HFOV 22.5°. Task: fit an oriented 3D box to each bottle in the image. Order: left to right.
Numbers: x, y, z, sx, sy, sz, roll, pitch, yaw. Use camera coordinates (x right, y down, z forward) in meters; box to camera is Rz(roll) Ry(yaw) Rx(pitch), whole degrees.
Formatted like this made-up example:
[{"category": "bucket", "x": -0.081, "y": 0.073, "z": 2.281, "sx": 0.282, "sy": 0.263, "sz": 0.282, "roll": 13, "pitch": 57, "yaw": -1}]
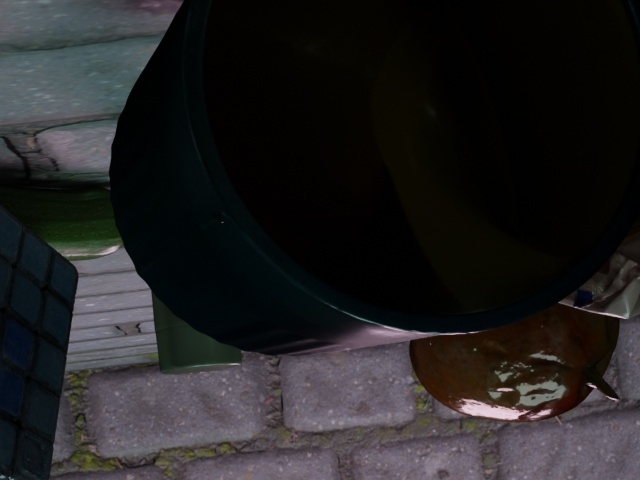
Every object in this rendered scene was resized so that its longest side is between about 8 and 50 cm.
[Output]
[{"category": "bottle", "x": -0.110, "y": 0.009, "z": 1.349, "sx": 0.072, "sy": 0.201, "sz": 0.072, "roll": -7, "pitch": 171, "yaw": -1}]

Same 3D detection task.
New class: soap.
[{"category": "soap", "x": 0.356, "y": -0.010, "z": 1.698, "sx": 0.273, "sy": 0.098, "sz": 0.218, "roll": -20, "pitch": -157, "yaw": -28}]

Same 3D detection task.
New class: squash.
[{"category": "squash", "x": -0.259, "y": -0.017, "z": 1.506, "sx": 0.219, "sy": 0.077, "sz": 0.068, "roll": -1, "pitch": -150, "yaw": -44}]

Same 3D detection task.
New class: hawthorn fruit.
[{"category": "hawthorn fruit", "x": 0.262, "y": 0.109, "z": 2.022, "sx": 0.298, "sy": 0.277, "sz": 0.277, "roll": 36, "pitch": -164, "yaw": 30}]

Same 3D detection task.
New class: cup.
[{"category": "cup", "x": 0.027, "y": -0.082, "z": 0.905, "sx": 0.242, "sy": 0.307, "sz": 0.292, "roll": 28, "pitch": 164, "yaw": -11}]

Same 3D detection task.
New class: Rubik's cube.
[{"category": "Rubik's cube", "x": -0.371, "y": 0.091, "z": 1.353, "sx": 0.238, "sy": 0.236, "sz": 0.237, "roll": -13, "pitch": 146, "yaw": 27}]
